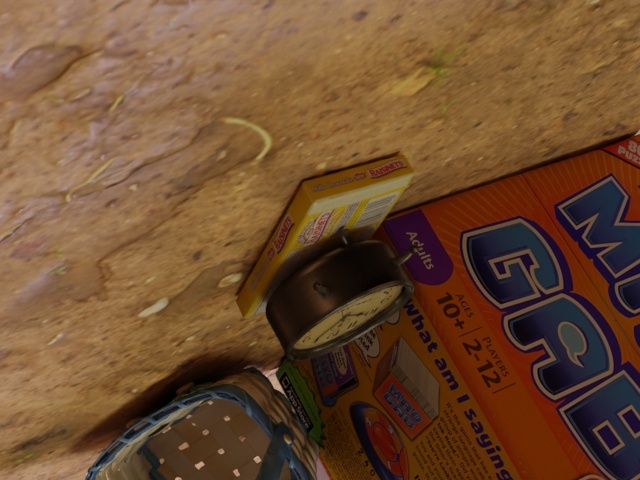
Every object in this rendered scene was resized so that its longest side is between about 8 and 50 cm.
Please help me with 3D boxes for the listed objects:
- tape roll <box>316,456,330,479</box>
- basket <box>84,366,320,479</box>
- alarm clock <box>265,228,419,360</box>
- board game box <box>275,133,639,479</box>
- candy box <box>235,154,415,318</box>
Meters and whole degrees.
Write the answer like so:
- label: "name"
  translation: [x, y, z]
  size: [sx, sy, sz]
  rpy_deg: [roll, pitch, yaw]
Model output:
- label: "tape roll"
  translation: [0.141, 0.381, 1.728]
  size: [0.392, 0.392, 0.072]
  rpy_deg: [-13, 155, -39]
- label: "basket"
  translation: [-0.131, 0.269, 1.290]
  size: [0.255, 0.201, 0.289]
  rpy_deg: [-35, -169, 15]
- label: "alarm clock"
  translation: [0.009, 0.060, 1.132]
  size: [0.129, 0.064, 0.192]
  rpy_deg: [-20, 156, -28]
- label: "board game box"
  translation: [0.227, 0.163, 1.341]
  size: [0.356, 0.356, 0.356]
  rpy_deg: [-18, 158, -29]
- label: "candy box"
  translation: [0.000, 0.000, 1.108]
  size: [0.105, 0.027, 0.206]
  rpy_deg: [-15, 156, -29]
